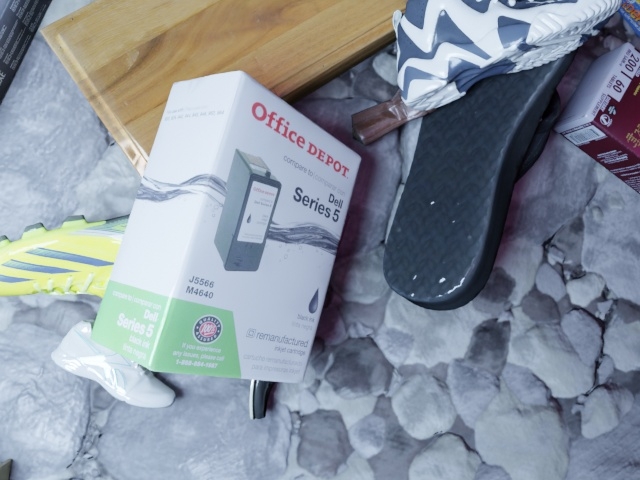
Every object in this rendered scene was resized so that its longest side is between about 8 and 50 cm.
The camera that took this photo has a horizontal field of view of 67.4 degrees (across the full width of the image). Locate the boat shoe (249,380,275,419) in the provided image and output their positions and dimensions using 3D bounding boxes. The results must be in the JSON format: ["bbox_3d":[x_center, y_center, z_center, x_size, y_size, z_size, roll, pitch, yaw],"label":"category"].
[{"bbox_3d":[-0.063,0.158,0.600,0.042,0.049,0.132,10,82,-1],"label":"boat shoe"}]

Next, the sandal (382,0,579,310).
[{"bbox_3d":[0.209,-0.120,0.619,0.107,0.168,0.445,30,82,-44],"label":"sandal"}]

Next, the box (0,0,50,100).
[{"bbox_3d":[-0.467,-0.264,0.531,0.243,0.076,0.307,24,84,-8],"label":"box"}]

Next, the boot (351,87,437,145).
[{"bbox_3d":[0.084,-0.186,0.642,0.114,0.037,0.106,-26,55,12],"label":"boot"}]

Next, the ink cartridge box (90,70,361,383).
[{"bbox_3d":[-0.084,-0.004,0.505,0.198,0.115,0.272,24,78,-48],"label":"ink cartridge box"}]

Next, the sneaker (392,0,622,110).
[{"bbox_3d":[0.185,-0.260,0.534,0.094,0.235,0.152,-7,80,-54],"label":"sneaker"}]

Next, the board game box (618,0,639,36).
[{"bbox_3d":[0.536,-0.401,0.724,0.136,0.035,0.201,45,82,-5],"label":"board game box"}]

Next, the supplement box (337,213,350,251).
[{"bbox_3d":[0.000,0.000,0.613,0.043,0.055,0.083,19,86,-10],"label":"supplement box"}]

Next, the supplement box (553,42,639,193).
[{"bbox_3d":[0.475,-0.151,0.688,0.240,0.073,0.130,33,83,-8],"label":"supplement box"}]

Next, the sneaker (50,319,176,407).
[{"bbox_3d":[-0.236,0.148,0.570,0.152,0.054,0.061,31,81,-7],"label":"sneaker"}]

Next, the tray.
[{"bbox_3d":[-0.092,-0.262,0.596,0.411,0.076,0.202,-34,94,-8],"label":"tray"}]

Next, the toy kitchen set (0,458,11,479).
[{"bbox_3d":[-0.398,0.294,0.527,0.068,0.075,0.083,5,83,-8],"label":"toy kitchen set"}]

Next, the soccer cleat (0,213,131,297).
[{"bbox_3d":[-0.250,0.028,0.552,0.290,0.093,0.121,-16,93,-10],"label":"soccer cleat"}]
